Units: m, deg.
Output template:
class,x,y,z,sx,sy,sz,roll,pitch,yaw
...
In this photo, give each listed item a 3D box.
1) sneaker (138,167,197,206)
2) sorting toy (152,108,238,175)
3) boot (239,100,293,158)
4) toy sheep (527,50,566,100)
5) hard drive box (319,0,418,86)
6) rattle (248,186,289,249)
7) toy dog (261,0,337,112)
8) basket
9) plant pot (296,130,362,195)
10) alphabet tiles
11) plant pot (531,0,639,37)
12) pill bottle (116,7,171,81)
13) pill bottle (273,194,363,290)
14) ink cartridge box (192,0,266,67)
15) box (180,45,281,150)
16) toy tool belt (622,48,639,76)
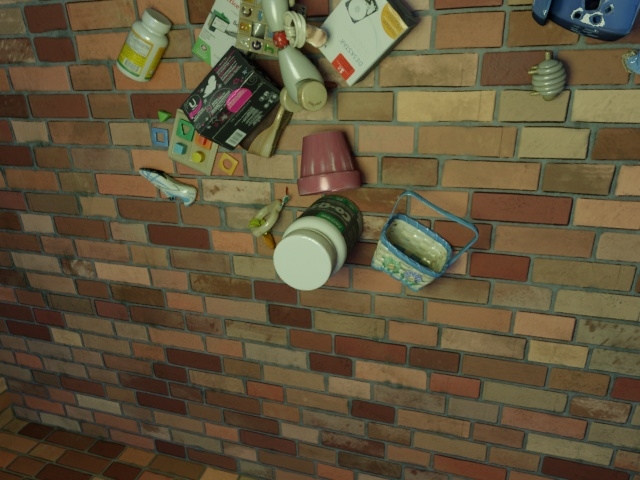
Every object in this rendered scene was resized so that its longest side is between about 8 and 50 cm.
class,x,y,z,sx,sy,sz,roll,pitch,yaw
sneaker,-0.571,-0.201,1.649,0.238,0.085,0.086,27,102,5
sorting toy,-0.451,-0.340,1.575,0.348,0.047,0.195,24,117,7
boot,-0.210,-0.410,1.446,0.207,0.090,0.248,31,111,10
toy sheep,0.599,-0.430,1.177,0.091,0.091,0.132,-11,126,22
hard drive box,0.119,-0.579,1.237,0.181,0.089,0.232,48,133,-5
rattle,-0.144,-0.073,1.578,0.200,0.130,0.143,-44,106,1
toy dog,-0.043,-0.518,1.254,0.220,0.161,0.333,44,153,35
basket,0.309,0.008,1.386,0.255,0.201,0.288,30,127,5
plant pot,0.020,-0.240,1.395,0.202,0.201,0.180,-6,94,20
alphabet tiles,-0.134,-0.657,1.286,0.199,0.009,0.236,2,106,-26
plant pot,0.617,-0.598,1.024,0.212,0.236,0.235,17,115,18
pill bottle,-0.569,-0.634,1.452,0.118,0.117,0.208,40,118,-1
pill bottle,0.000,0.000,1.394,0.205,0.361,0.204,6,113,15
ink cartridge box,-0.267,-0.630,1.369,0.160,0.092,0.219,38,118,0
box,-0.266,-0.423,1.353,0.247,0.163,0.142,-42,65,16
toy tool belt,0.800,-0.442,1.124,0.052,0.051,0.083,-38,97,27
